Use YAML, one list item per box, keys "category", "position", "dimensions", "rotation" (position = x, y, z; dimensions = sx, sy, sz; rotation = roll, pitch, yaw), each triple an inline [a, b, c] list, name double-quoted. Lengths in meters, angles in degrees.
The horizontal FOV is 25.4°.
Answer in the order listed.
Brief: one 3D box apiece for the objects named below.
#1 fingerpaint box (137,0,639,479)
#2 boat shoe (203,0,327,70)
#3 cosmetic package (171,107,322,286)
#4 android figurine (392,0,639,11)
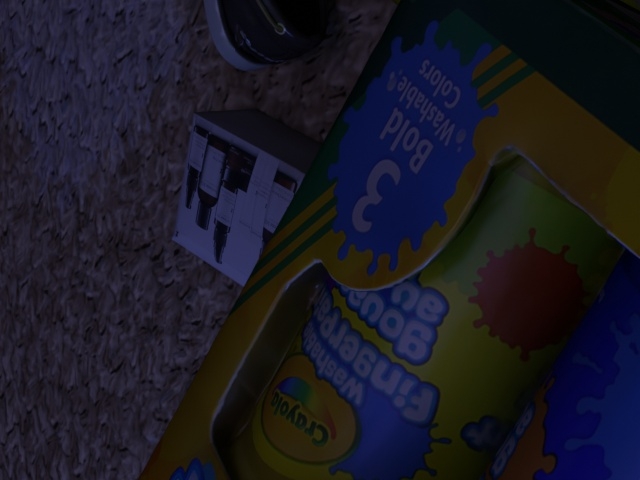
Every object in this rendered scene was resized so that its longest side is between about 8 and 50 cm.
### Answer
- category: "fingerpaint box"
  position: [0.111, 0.141, 0.522]
  dimensions: [0.371, 0.163, 0.445]
  rotation: [-60, 37, 18]
- category: "boat shoe"
  position: [-0.046, -0.228, 0.917]
  dimensions: [0.069, 0.081, 0.227]
  rotation: [-9, 97, 45]
- category: "cosmetic package"
  position: [0.000, 0.000, 0.916]
  dimensions: [0.239, 0.060, 0.099]
  rotation: [30, 119, 41]
- category: "android figurine"
  position: [0.130, -0.132, 0.755]
  dimensions: [0.273, 0.056, 0.248]
  rotation: [45, 127, 36]
